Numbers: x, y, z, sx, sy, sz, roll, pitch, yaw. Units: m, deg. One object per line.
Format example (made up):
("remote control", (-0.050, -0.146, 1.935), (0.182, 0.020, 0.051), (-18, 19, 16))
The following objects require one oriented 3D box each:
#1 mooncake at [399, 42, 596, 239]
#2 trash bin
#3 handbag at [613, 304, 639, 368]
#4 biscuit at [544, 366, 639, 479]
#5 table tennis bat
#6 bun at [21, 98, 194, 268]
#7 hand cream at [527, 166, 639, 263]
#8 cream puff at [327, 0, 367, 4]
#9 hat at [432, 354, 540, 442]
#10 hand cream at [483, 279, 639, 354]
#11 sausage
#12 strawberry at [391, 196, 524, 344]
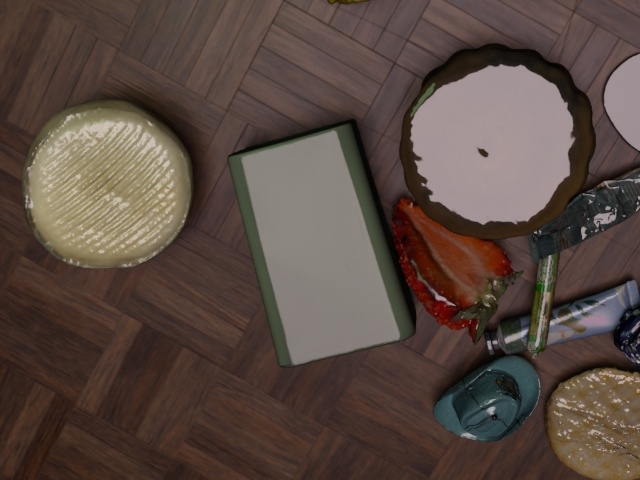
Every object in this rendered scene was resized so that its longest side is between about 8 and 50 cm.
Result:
("mooncake", (0.263, -0.153, 1.569), (0.290, 0.161, 0.291), (2, 104, 9))
("trash bin", (0.000, 0.000, 1.651), (0.222, 0.158, 0.344), (-15, 97, 9))
("handbag", (0.595, 0.178, 1.637), (0.260, 0.113, 0.162), (41, 101, -2))
("biscuit", (0.476, 0.304, 1.716), (0.219, 0.033, 0.220), (5, 112, 11))
("table tennis bat", (0.537, -0.177, 1.599), (0.138, 0.022, 0.246), (-39, 95, 15))
("bun", (-0.337, -0.095, 1.675), (0.287, 0.146, 0.287), (-2, 114, -4))
("hand cream", (0.430, -0.045, 1.600), (0.247, 0.052, 0.075), (-30, 116, -4))
("cream puff", (0.029, -0.416, 1.553), (0.116, 0.146, 0.146), (-15, 103, 29))
("hat", (0.274, 0.274, 1.706), (0.138, 0.078, 0.191), (35, 115, -18))
("hand cream", (0.391, 0.130, 1.687), (0.255, 0.055, 0.088), (-16, 111, 6))
("sausage", (0.357, 0.054, 1.647), (0.032, 0.033, 0.269), (8, 90, 5))
("strawberry", (0.183, 0.048, 1.646), (0.228, 0.174, 0.098), (34, 146, 6))
